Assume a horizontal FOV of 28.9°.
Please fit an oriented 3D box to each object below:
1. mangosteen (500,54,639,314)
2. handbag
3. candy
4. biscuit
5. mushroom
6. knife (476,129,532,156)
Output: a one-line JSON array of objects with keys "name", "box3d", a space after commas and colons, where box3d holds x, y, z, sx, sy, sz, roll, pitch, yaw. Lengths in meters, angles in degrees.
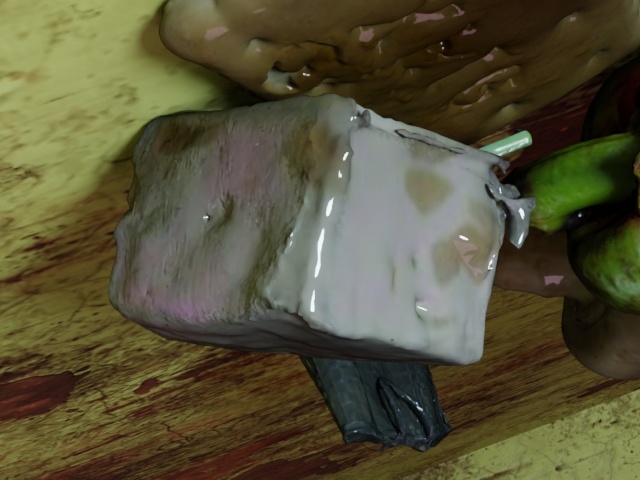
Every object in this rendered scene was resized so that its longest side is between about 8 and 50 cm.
[{"name": "mangosteen", "box3d": [0.307, -0.059, 0.796, 0.359, 0.306, 0.306, 14, 159, 2]}, {"name": "handbag", "box3d": [0.047, 0.113, 1.140, 0.088, 0.175, 0.270, -29, 162, 17]}, {"name": "candy", "box3d": [0.000, 0.000, 0.735, 0.195, 0.137, 0.185, 0, 170, 42]}, {"name": "biscuit", "box3d": [0.070, -0.119, 0.722, 0.217, 0.044, 0.325, -25, 162, 18]}, {"name": "mushroom", "box3d": [0.280, 0.019, 1.177, 0.206, 0.209, 0.206, -46, 163, -19]}, {"name": "knife", "box3d": [0.086, -0.049, 0.875, 0.054, 0.015, 0.212, -25, -177, -13]}]
